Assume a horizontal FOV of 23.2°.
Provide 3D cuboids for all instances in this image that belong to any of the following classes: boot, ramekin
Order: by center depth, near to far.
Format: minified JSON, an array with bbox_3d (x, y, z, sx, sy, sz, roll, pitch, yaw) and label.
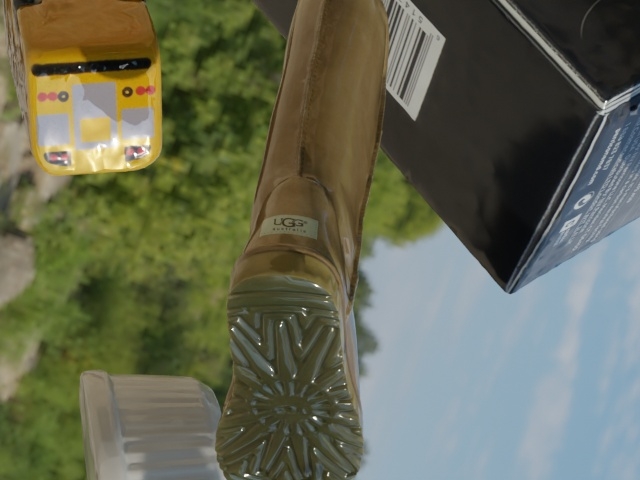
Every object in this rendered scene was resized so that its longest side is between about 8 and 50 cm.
[{"bbox_3d":[0.000,0.000,0.990,0.269,0.089,0.236,-81,178,-45],"label":"boot"},{"bbox_3d":[-0.156,0.256,1.518,0.273,0.127,0.273,174,-90,-78],"label":"ramekin"}]

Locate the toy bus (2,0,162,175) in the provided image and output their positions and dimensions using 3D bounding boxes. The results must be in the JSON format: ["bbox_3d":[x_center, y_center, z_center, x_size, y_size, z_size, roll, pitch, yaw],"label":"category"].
[{"bbox_3d":[-0.213,-0.182,1.335,0.333,0.108,0.130,-120,-153,-60],"label":"toy bus"}]

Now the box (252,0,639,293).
[{"bbox_3d":[0.238,-0.287,1.493,0.471,0.480,0.297,-28,156,-27],"label":"box"}]
